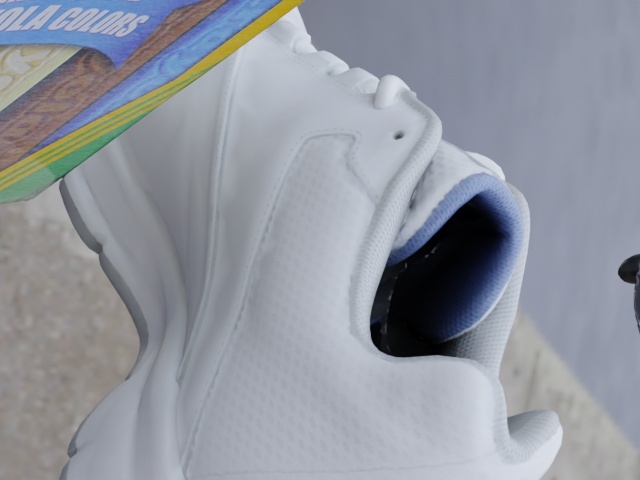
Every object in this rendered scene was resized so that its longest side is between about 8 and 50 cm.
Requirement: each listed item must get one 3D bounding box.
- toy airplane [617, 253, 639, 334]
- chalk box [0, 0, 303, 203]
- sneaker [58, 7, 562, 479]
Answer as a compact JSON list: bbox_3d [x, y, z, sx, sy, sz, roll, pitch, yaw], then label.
[{"bbox_3d":[0.120,-0.011,0.329,0.028,0.151,0.151,59,45,-29],"label":"toy airplane"},{"bbox_3d":[-0.051,-0.111,0.384,0.132,0.213,0.132,-8,69,-63],"label":"chalk box"},{"bbox_3d":[0.000,0.000,0.549,0.111,0.129,0.297,35,27,-35],"label":"sneaker"}]
